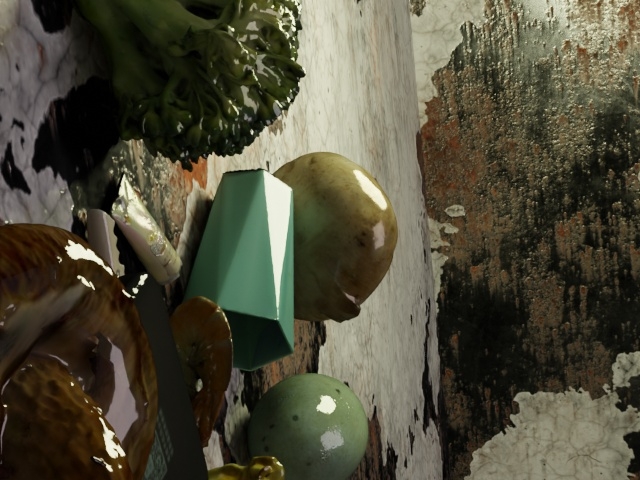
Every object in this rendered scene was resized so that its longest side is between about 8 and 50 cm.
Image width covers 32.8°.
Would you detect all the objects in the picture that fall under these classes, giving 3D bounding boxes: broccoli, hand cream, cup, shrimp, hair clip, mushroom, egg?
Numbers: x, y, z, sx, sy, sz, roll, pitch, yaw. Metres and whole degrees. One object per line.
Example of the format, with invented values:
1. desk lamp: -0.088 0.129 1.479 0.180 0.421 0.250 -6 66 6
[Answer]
1. broccoli: -0.142 -0.218 1.128 0.248 0.288 0.245 -50 134 -12
2. hand cream: -0.193 -0.008 1.198 0.143 0.039 0.061 65 28 -45
3. cup: -0.100 0.027 1.381 0.148 0.134 0.235 73 16 -54
4. shrimp: -0.142 0.169 1.213 0.051 0.115 0.217 10 79 -40
5. hair clip: -0.206 0.072 1.123 0.072 0.034 0.226 -73 155 -51
6. mushroom: 0.000 0.000 1.545 0.184 0.255 0.255 21 66 -62
7. egg: -0.018 0.275 1.550 0.236 0.169 0.169 -8 95 -73
8. mushroom: -0.221 0.134 0.721 0.263 0.195 0.283 56 16 -49

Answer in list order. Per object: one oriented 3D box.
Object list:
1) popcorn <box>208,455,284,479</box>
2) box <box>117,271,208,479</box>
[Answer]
1. popcorn: -0.098 0.357 1.234 0.218 0.169 0.189 18 -57 66
2. box: -0.196 0.211 1.021 0.289 0.073 0.290 -60 144 -58
